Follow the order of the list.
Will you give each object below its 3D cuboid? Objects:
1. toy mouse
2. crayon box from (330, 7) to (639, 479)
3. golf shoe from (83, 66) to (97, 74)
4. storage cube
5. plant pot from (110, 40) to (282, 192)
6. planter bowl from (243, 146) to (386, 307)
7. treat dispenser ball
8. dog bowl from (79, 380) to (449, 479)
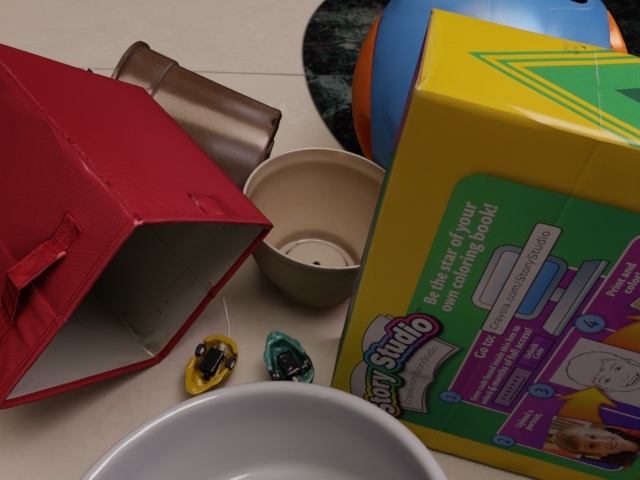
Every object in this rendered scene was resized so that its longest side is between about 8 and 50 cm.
[{"bbox_3d":[-0.052,0.137,0.599,0.143,0.031,0.161,14,54,15],"label":"toy mouse"},{"bbox_3d":[0.184,0.047,0.505,0.313,0.363,0.106,16,48,4],"label":"crayon box"},{"bbox_3d":[-0.260,-0.148,0.757,0.067,0.086,0.186,19,9,-29],"label":"golf shoe"},{"bbox_3d":[-0.193,-0.014,0.549,0.193,0.183,0.215,46,17,17],"label":"storage cube"},{"bbox_3d":[-0.137,-0.107,0.734,0.165,0.167,0.167,18,47,-3],"label":"plant pot"},{"bbox_3d":[0.000,0.000,0.687,0.162,0.109,0.162,5,47,-5],"label":"planter bowl"},{"bbox_3d":[0.177,-0.153,0.734,0.288,0.288,0.288,5,48,-6],"label":"treat dispenser ball"},{"bbox_3d":[-0.039,0.222,0.432,0.265,0.104,0.265,-6,37,5],"label":"dog bowl"}]
